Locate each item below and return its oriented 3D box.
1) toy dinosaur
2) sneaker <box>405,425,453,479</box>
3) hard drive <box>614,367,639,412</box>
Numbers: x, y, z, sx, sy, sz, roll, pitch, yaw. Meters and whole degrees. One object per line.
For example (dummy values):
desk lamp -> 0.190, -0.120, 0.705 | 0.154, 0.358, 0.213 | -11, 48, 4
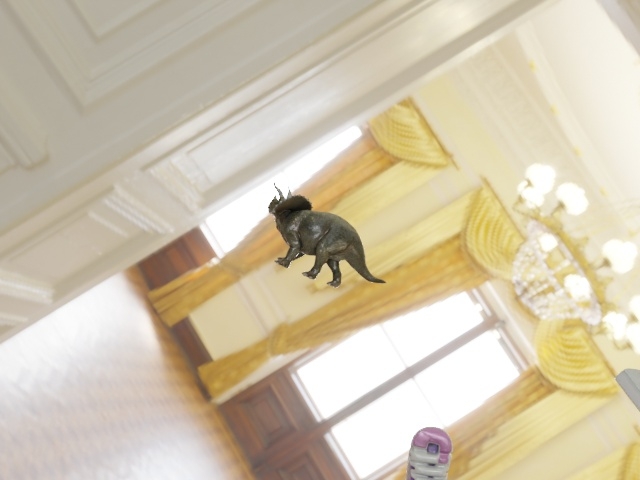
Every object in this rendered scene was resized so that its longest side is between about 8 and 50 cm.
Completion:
toy dinosaur -> 0.000, 0.000, 1.690 | 0.314, 0.160, 0.121 | 24, 2, 14
sneaker -> 0.203, 0.471, 1.571 | 0.104, 0.095, 0.236 | 44, 56, -88
hard drive -> 0.733, 0.387, 1.584 | 0.203, 0.040, 0.307 | 12, 36, -36
